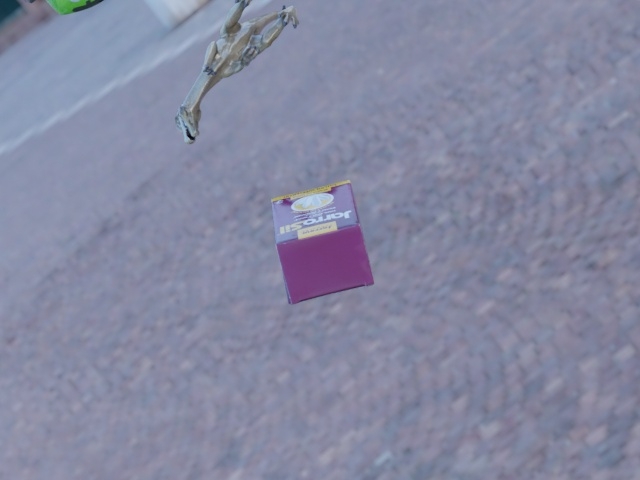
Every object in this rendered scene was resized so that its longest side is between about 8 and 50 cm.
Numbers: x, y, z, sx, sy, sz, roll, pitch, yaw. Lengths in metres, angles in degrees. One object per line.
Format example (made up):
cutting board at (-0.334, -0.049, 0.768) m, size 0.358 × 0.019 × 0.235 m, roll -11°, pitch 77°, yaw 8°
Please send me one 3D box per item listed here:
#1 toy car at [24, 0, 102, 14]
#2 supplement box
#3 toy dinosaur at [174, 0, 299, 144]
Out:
toy car at (-0.168, -0.201, 0.734) m, size 0.239 × 0.225 × 0.053 m, roll -38°, pitch -17°, yaw -15°
supplement box at (0.000, 0.000, 0.971) m, size 0.055 × 0.043 × 0.083 m, roll -13°, pitch 22°, yaw 1°
toy dinosaur at (-0.061, -0.151, 1.178) m, size 0.092 × 0.053 × 0.183 m, roll -43°, pitch 8°, yaw 50°
